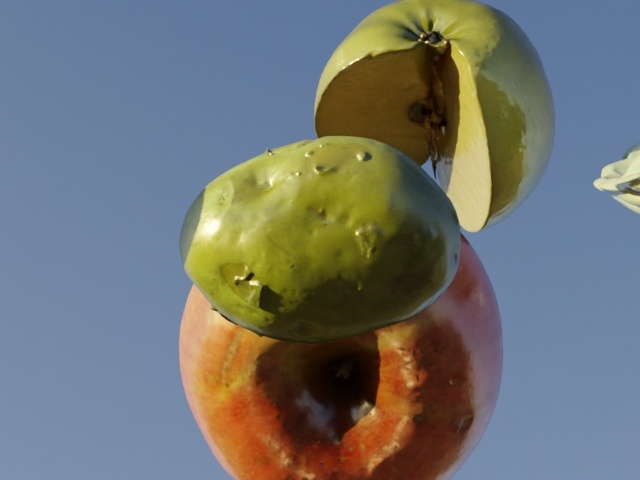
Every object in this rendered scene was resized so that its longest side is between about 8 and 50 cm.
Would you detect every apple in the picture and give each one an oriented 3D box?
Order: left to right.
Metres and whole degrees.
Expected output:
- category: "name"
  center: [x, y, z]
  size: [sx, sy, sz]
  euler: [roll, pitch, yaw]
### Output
- category: "apple"
  center: [0.025, 0.114, 1.590]
  size: [0.364, 0.364, 0.364]
  euler: [7, -38, 5]
- category: "apple"
  center: [0.157, -0.176, 1.791]
  size: [0.295, 0.233, 0.257]
  euler: [22, -39, 24]

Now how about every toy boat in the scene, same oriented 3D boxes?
- category: "toy boat"
  center: [0.397, -0.086, 1.547]
  size: [0.199, 0.290, 0.100]
  euler: [-38, -91, 15]

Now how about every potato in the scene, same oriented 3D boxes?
- category: "potato"
  center: [0.000, 0.000, 1.308]
  size: [0.253, 0.186, 0.148]
  euler: [6, -18, 8]
